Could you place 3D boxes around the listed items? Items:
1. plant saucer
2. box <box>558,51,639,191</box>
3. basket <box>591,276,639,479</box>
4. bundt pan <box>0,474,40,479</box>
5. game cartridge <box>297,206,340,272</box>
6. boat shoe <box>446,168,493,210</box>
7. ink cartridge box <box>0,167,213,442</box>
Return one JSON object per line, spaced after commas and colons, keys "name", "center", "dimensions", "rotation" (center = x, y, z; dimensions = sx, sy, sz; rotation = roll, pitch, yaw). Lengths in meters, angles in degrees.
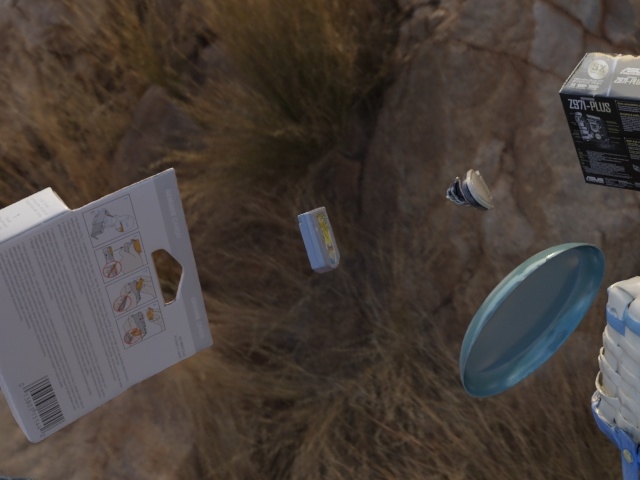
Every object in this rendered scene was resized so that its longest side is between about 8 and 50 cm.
{"name": "plant saucer", "center": [0.338, 0.124, 1.654], "dimensions": [0.317, 0.317, 0.044], "rotation": [-48, 57, 3]}
{"name": "box", "center": [0.382, -0.129, 1.152], "dimensions": [0.180, 0.147, 0.077], "rotation": [14, 55, 42]}
{"name": "basket", "center": [0.374, 0.145, 0.879], "dimensions": [0.255, 0.289, 0.201], "rotation": [-20, 24, -11]}
{"name": "bundt pan", "center": [-0.284, 0.301, 0.914], "dimensions": [0.331, 0.331, 0.124], "rotation": [5, 82, 37]}
{"name": "game cartridge", "center": [0.000, 0.000, 0.884], "dimensions": [0.017, 0.083, 0.056], "rotation": [-13, 94, 10]}
{"name": "boat shoe", "center": [0.249, -0.076, 1.709], "dimensions": [0.065, 0.206, 0.075], "rotation": [-28, 90, 13]}
{"name": "ink cartridge box", "center": [-0.275, 0.068, 1.201], "dimensions": [0.261, 0.296, 0.066], "rotation": [-28, 44, -24]}
